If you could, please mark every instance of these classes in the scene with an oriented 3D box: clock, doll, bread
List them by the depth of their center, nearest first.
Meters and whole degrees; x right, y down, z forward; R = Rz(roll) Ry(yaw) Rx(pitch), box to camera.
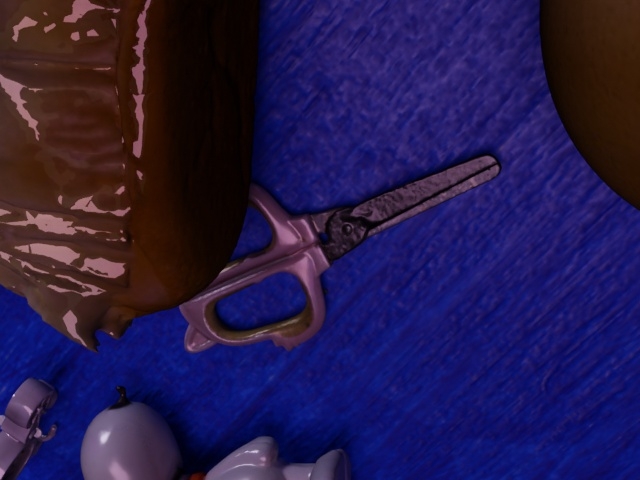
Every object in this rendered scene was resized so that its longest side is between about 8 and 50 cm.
[{"bbox_3d":[-0.128,-0.138,0.576,0.183,0.236,0.389,5,118,-5],"label":"bread"},{"bbox_3d":[-0.111,0.256,0.784,0.271,0.144,0.208,14,104,11],"label":"doll"},{"bbox_3d":[-0.277,0.176,0.815,0.041,0.087,0.129,30,113,3],"label":"clock"}]

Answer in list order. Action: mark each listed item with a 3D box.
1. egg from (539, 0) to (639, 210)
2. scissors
[{"bbox_3d":[0.252,-0.158,0.487,0.250,0.250,0.323,6,106,9],"label":"egg"},{"bbox_3d":[0.000,0.000,0.724,0.317,0.024,0.160,-23,103,19],"label":"scissors"}]
